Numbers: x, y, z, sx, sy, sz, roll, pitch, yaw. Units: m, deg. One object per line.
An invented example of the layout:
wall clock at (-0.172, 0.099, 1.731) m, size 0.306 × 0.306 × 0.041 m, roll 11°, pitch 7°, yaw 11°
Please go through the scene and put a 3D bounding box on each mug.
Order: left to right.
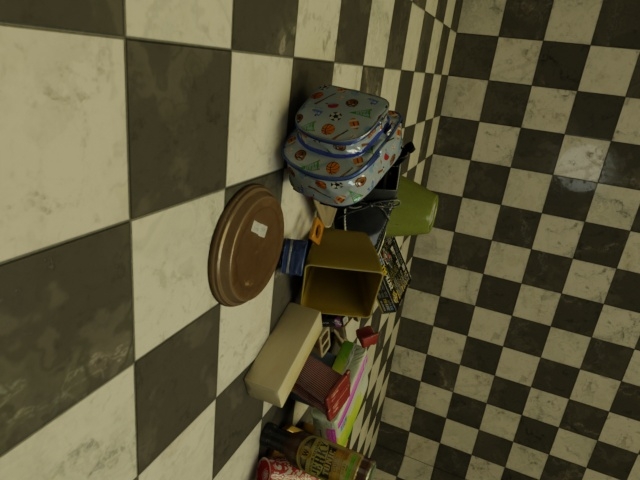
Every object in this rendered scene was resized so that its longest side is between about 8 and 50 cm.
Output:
mug at (-0.107, 0.734, 1.460) m, size 0.169 × 0.113 × 0.150 m, roll 20°, pitch 72°, yaw -31°

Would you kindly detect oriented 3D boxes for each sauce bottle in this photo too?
sauce bottle at (-0.015, 0.630, 1.396) m, size 0.111 × 0.345 × 0.111 m, roll 13°, pitch 90°, yaw -70°

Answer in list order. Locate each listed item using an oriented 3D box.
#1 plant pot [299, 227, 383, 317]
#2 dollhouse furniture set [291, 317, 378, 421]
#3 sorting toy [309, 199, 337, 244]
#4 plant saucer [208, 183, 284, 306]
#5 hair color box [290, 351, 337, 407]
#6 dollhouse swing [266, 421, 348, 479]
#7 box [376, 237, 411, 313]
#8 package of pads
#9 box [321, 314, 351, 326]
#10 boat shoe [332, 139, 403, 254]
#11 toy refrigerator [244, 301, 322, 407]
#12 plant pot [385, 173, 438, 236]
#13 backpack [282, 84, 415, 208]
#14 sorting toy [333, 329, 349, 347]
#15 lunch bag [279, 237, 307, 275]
plant pot at (0.058, 0.081, 1.400) m, size 0.212 × 0.212 × 0.187 m, roll 99°, pitch -3°, yaw -46°
dollhouse furniture set at (0.050, 0.341, 1.495) m, size 0.374 × 0.201 × 0.152 m, roll -46°, pitch 148°, yaw -34°
sorting toy at (0.008, -0.157, 1.349) m, size 0.196 × 0.047 × 0.347 m, roll 63°, pitch 40°, yaw -56°
plant saucer at (-0.149, 0.015, 1.047) m, size 0.278 × 0.041 × 0.277 m, roll 14°, pitch 90°, yaw -70°
hair color box at (0.019, 0.510, 1.760) m, size 0.374 × 0.114 × 0.185 m, roll 52°, pitch 54°, yaw -67°
dollhouse swing at (-0.118, 0.807, 1.673) m, size 0.315 × 0.305 × 0.346 m, roll -20°, pitch -135°, yaw 61°
box at (0.277, 0.109, 2.053) m, size 0.257 × 0.079 × 0.322 m, roll -49°, pitch 121°, yaw -50°
package of pads at (0.074, 0.522, 1.596) m, size 0.229 × 0.101 × 0.296 m, roll 83°, pitch 28°, yaw -43°
box at (0.014, 0.238, 1.482) m, size 0.116 × 0.162 × 0.029 m, roll -25°, pitch 106°, yaw -66°
boat shoe at (0.151, -0.144, 1.495) m, size 0.156 × 0.187 × 0.499 m, roll -119°, pitch -141°, yaw -73°
toy refrigerator at (-0.094, 0.309, 1.315) m, size 0.094 × 0.102 × 0.269 m, roll 86°, pitch 26°, yaw -43°
plant pot at (0.254, -0.121, 1.691) m, size 0.275 × 0.294 × 0.274 m, roll 15°, pitch 90°, yaw -71°
backpack at (0.045, -0.216, 1.116) m, size 0.263 × 0.277 × 0.213 m, roll -60°, pitch 151°, yaw -22°
sorting toy at (0.107, 0.425, 1.878) m, size 0.038 × 0.208 × 0.193 m, roll -32°, pitch 163°, yaw 3°
lunch bag at (-0.073, 0.045, 1.244) m, size 0.067 × 0.065 × 0.098 m, roll -77°, pitch 177°, yaw -74°
